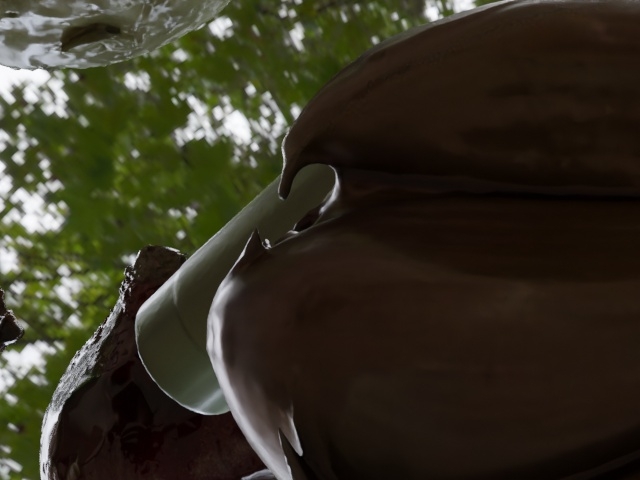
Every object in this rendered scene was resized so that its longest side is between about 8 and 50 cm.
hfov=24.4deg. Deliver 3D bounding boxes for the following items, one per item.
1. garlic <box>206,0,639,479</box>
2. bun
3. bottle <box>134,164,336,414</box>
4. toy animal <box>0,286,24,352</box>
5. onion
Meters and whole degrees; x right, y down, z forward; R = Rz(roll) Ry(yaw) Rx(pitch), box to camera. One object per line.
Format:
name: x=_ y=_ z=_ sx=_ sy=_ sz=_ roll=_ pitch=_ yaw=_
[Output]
garlic: x=0.075 y=0.042 z=0.405 sx=0.191 sy=0.160 sz=0.214 roll=-12 pitch=-115 yaw=13
bun: x=-0.148 y=-0.218 z=0.872 sx=0.244 sy=0.153 sz=0.243 roll=-12 pitch=-125 yaw=17
bottle: x=0.000 y=0.000 z=0.682 sx=0.201 sy=0.072 sz=0.072 roll=-42 pitch=-123 yaw=29
toy animal: x=-0.266 y=0.096 z=0.798 sx=0.230 sy=0.224 sz=0.066 roll=-29 pitch=-79 yaw=-11
onion: x=-0.090 y=0.089 z=1.055 sx=0.272 sy=0.272 sz=0.195 roll=-23 pitch=-76 yaw=5
